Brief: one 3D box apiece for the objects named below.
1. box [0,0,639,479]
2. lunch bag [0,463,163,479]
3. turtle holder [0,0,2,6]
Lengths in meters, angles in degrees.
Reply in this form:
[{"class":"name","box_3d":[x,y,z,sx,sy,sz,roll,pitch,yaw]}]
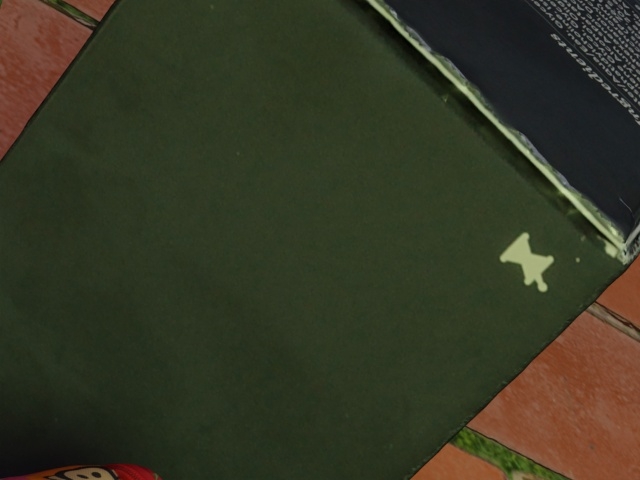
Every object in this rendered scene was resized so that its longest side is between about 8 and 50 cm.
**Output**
[{"class":"box","box_3d":[0.000,0.000,1.078,0.297,0.480,0.472,43,28,3]},{"class":"lunch bag","box_3d":[-0.145,0.267,0.776,0.120,0.258,0.293,-3,75,-42]},{"class":"turtle holder","box_3d":[-0.385,-0.187,1.129,0.243,0.320,0.227,67,-17,-10]}]
